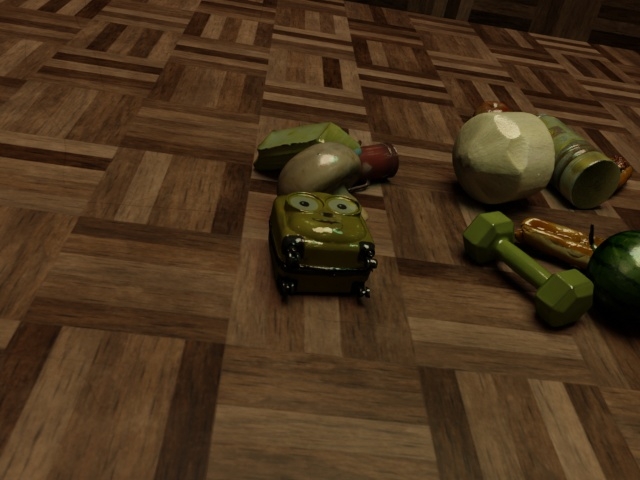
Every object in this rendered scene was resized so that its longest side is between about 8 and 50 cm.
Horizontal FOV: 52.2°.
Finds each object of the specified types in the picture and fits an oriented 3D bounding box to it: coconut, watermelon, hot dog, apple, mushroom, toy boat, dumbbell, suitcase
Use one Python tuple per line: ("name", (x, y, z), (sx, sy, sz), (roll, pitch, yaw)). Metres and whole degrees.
("coconut", (0.458, -0.210, 1.675), (0.266, 0.237, 0.237), (-5, 36, -31))
("watermelon", (0.632, 0.069, 1.336), (0.188, 0.188, 0.215), (-16, 39, -36))
("hot dog", (0.850, -0.197, 1.918), (0.102, 0.076, 0.249), (28, 37, 30))
("apple", (0.553, -0.388, 2.096), (0.126, 0.102, 0.126), (3, 32, -2))
("hot dog", (0.577, 0.015, 1.512), (0.269, 0.072, 0.109), (20, 31, 10))
("mushroom", (0.001, -0.110, 1.449), (0.206, 0.209, 0.206), (-10, 10, 2))
("toy boat", (-0.041, -0.228, 1.581), (0.276, 0.084, 0.111), (1, 40, 28))
("dumbbell", (0.428, 0.053, 1.370), (0.108, 0.121, 0.302), (-32, 45, -11))
("suitcase", (0.000, 0.000, 1.285), (0.194, 0.143, 0.235), (2, 33, -14))

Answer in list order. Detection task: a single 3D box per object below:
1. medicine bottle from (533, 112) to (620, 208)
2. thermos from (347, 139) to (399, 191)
("medicine bottle", (0.688, -0.235, 1.855), (0.151, 0.151, 0.322), (0, 34, -18))
("thermos", (0.082, -0.186, 1.651), (0.232, 0.099, 0.124), (-13, 76, -32))
